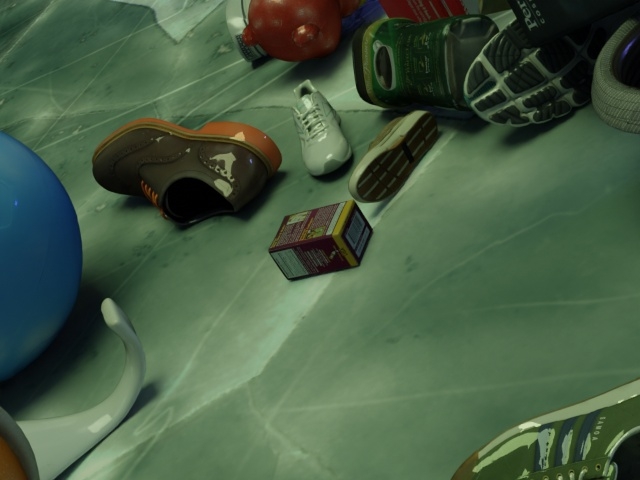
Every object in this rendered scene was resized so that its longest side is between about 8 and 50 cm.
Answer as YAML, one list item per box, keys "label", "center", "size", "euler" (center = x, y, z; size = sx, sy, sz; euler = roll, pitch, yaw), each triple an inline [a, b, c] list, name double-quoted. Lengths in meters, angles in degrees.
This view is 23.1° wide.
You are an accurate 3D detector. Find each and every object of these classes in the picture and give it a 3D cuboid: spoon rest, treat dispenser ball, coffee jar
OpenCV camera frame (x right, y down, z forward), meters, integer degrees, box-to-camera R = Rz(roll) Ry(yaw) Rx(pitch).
- label: "spoon rest"
  center: [-0.261, 0.183, 1.472]
  size: [0.276, 0.084, 0.137]
  euler: [-46, 27, 5]
- label: "treat dispenser ball"
  center: [-0.391, 0.017, 1.620]
  size: [0.288, 0.288, 0.288]
  euler: [-25, 30, 15]
- label: "coffee jar"
  center: [0.106, -0.182, 1.604]
  size: [0.079, 0.096, 0.184]
  euler: [-12, 12, -30]

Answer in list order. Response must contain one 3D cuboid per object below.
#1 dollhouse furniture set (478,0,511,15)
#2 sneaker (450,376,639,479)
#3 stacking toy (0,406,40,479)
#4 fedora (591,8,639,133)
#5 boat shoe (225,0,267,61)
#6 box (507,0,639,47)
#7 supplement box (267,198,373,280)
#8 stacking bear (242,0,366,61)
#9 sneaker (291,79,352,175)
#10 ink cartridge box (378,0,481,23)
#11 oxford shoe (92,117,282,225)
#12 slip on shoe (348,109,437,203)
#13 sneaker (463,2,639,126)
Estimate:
- label: "dollhouse furniture set"
  center: [0.237, -0.383, 1.612]
  size: [0.242, 0.161, 0.212]
  euler: [-15, 60, -14]
- label: "sneaker"
  center: [0.178, 0.157, 1.056]
  size: [0.192, 0.064, 0.086]
  euler: [-27, 24, 6]
- label: "stacking toy"
  center: [-0.263, 0.345, 1.068]
  size: [0.350, 0.350, 0.480]
  euler: [-40, 48, -11]
- label: "fedora"
  center: [0.356, -0.133, 1.256]
  size: [0.275, 0.124, 0.243]
  euler: [-38, 29, -19]
- label: "boat shoe"
  center: [-0.070, -0.332, 2.027]
  size: [0.088, 0.096, 0.267]
  euler: [-21, 32, 14]
- label: "box"
  center: [0.271, -0.369, 1.292]
  size: [0.212, 0.293, 0.395]
  euler: [-32, 5, -19]
- label: "supplement box"
  center: [0.000, 0.000, 1.500]
  size: [0.083, 0.043, 0.055]
  euler: [-12, 35, 32]
- label: "stacking bear"
  center: [0.009, -0.332, 1.885]
  size: [0.175, 0.164, 0.289]
  euler: [9, 56, 30]
- label: "sneaker"
  center: [-0.006, -0.119, 1.672]
  size: [0.053, 0.061, 0.152]
  euler: [-28, 30, 6]
- label: "ink cartridge box"
  center: [0.119, -0.291, 1.727]
  size: [0.078, 0.134, 0.231]
  euler: [-19, 31, 27]
- label: "oxford shoe"
  center: [-0.171, -0.072, 1.734]
  size: [0.271, 0.097, 0.098]
  euler: [-3, 47, 43]
- label: "slip on shoe"
  center: [0.064, -0.084, 1.553]
  size: [0.041, 0.051, 0.135]
  euler: [7, 45, 42]
- label: "sneaker"
  center: [0.244, -0.201, 1.534]
  size: [0.275, 0.107, 0.110]
  euler: [-39, 9, -20]
